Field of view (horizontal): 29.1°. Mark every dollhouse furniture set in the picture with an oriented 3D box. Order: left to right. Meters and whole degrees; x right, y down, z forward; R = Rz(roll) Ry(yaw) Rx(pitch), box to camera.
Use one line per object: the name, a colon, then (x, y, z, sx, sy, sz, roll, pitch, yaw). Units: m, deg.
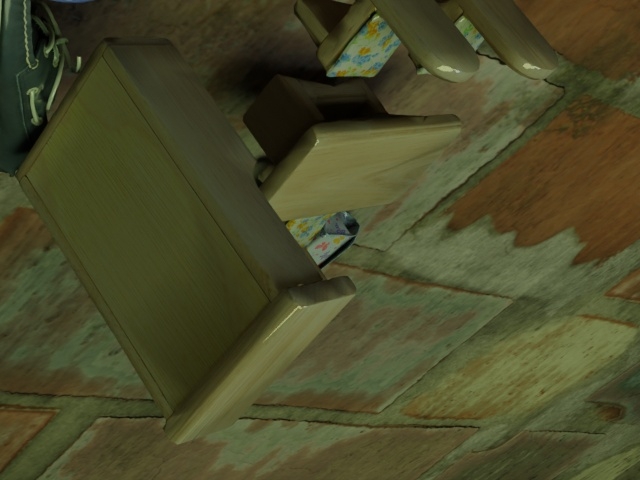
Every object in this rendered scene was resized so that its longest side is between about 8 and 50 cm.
dollhouse furniture set: (-0.005, -0.026, 1.035, 0.394, 0.256, 0.362, -11, 150, -50)

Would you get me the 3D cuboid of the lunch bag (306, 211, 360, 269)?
lunch bag: (0.000, 0.000, 1.367, 0.071, 0.053, 0.083, -39, 157, 25)

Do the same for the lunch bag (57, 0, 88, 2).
lunch bag: (-0.165, -0.270, 0.689, 0.243, 0.115, 0.303, 14, 146, -25)

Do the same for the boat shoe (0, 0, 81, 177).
boat shoe: (-0.231, -0.133, 0.941, 0.079, 0.095, 0.254, -11, 149, -20)
